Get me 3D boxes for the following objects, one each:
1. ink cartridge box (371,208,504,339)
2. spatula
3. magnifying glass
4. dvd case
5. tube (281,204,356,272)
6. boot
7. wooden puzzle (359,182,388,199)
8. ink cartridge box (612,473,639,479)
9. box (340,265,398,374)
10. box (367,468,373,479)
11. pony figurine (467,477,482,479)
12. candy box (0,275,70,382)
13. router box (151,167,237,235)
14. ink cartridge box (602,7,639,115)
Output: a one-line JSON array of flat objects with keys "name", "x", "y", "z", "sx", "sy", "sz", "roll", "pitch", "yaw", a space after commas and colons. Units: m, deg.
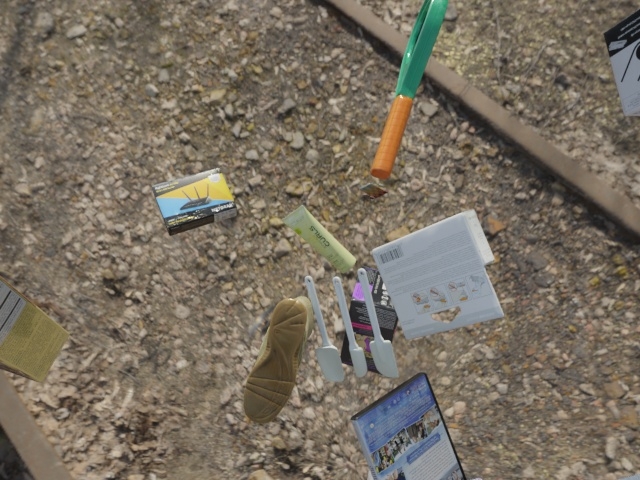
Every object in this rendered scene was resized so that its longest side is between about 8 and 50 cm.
[{"name": "ink cartridge box", "x": 0.274, "y": 0.086, "z": 1.243, "sx": 0.060, "sy": 0.275, "sz": 0.238, "roll": -17, "pitch": 84, "yaw": -48}, {"name": "spatula", "x": 0.052, "y": 0.177, "z": 1.081, "sx": 0.168, "sy": 0.019, "sz": 0.241, "roll": -8, "pitch": 106, "yaw": 28}, {"name": "magnifying glass", "x": 0.099, "y": -0.178, "z": 0.601, "sx": 0.026, "sy": 0.092, "sz": 0.230, "roll": 17, "pitch": 78, "yaw": -5}, {"name": "dvd case", "x": 0.166, "y": 0.386, "z": 0.941, "sx": 0.180, "sy": 0.022, "sz": 0.252, "roll": -21, "pitch": 91, "yaw": -35}, {"name": "tube", "x": 0.000, "y": 0.000, "z": 1.543, "sx": 0.240, "sy": 0.062, "sz": 0.070, "roll": 44, "pitch": 87, "yaw": -19}, {"name": "boot", "x": -0.083, "y": 0.248, "z": 1.160, "sx": 0.095, "sy": 0.203, "sz": 0.261, "roll": 15, "pitch": 89, "yaw": 5}, {"name": "wooden puzzle", "x": 0.122, "y": -0.115, "z": 1.224, "sx": 0.049, "sy": 0.083, "sz": 0.006, "roll": 24, "pitch": 68, "yaw": -23}, {"name": "ink cartridge box", "x": 0.437, "y": 0.462, "z": 0.825, "sx": 0.310, "sy": 0.271, "sz": 0.130, "roll": 6, "pitch": 49, "yaw": -31}, {"name": "box", "x": 0.155, "y": 0.238, "z": 1.585, "sx": 0.144, "sy": 0.270, "sz": 0.165, "roll": 14, "pitch": 38, "yaw": 8}, {"name": "box", "x": 0.169, "y": 0.546, "z": 1.177, "sx": 0.087, "sy": 0.290, "sz": 0.169, "roll": 27, "pitch": 113, "yaw": 1}, {"name": "pony figurine", "x": 0.490, "y": 0.796, "z": 1.362, "sx": 0.364, "sy": 0.302, "sz": 0.351, "roll": 34, "pitch": 78, "yaw": 30}, {"name": "candy box", "x": -0.464, "y": 0.076, "z": 0.658, "sx": 0.183, "sy": 0.316, "sz": 0.087, "roll": 17, "pitch": 64, "yaw": 5}, {"name": "router box", "x": -0.319, "y": -0.100, "z": 1.354, "sx": 0.179, "sy": 0.046, "sz": 0.133, "roll": -19, "pitch": 67, "yaw": -20}, {"name": "ink cartridge box", "x": 0.364, "y": -0.199, "z": 0.478, "sx": 0.046, "sy": 0.207, "sz": 0.097, "roll": -5, "pitch": 79, "yaw": -22}]
